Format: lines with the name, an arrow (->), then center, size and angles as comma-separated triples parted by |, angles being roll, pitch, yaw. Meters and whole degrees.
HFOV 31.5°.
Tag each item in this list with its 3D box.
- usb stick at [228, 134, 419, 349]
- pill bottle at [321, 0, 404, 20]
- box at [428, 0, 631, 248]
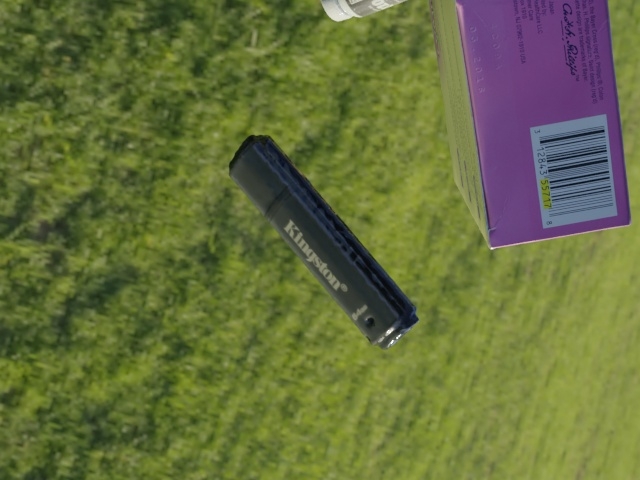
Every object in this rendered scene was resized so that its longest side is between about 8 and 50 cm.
usb stick -> 0.000, 0.000, 1.253 | 0.045, 0.278, 0.077 | -30, 167, -48
pill bottle -> 0.071, -0.359, 1.589 | 0.078, 0.137, 0.078 | 23, 60, -49
box -> 0.172, -0.134, 0.979 | 0.243, 0.117, 0.213 | -92, 172, -74
